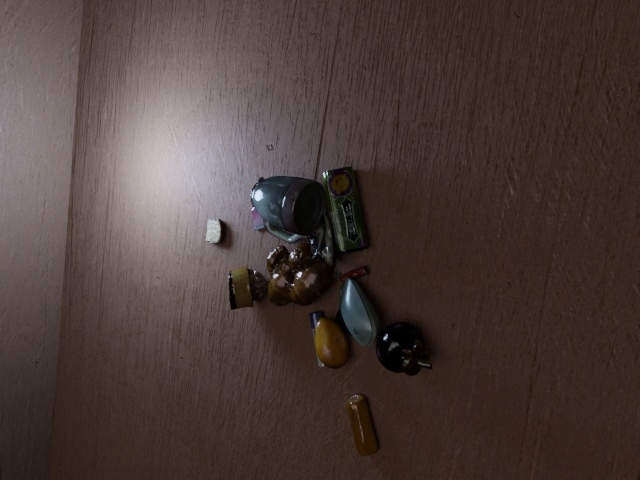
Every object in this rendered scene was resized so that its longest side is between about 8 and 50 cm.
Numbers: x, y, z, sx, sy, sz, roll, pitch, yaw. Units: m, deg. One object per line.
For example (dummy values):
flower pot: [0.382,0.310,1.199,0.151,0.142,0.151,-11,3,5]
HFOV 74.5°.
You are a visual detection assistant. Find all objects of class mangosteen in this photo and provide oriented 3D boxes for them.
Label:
mangosteen: [0.316,0.419,1.580,0.230,0.194,0.194,42,112,45]

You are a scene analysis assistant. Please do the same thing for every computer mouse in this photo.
computer mouse: [0.135,0.290,1.683,0.288,0.097,0.159,58,145,32]

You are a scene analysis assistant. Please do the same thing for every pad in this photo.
pad: [0.133,0.349,1.792,0.157,0.003,0.112,15,99,29]

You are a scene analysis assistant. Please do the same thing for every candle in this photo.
candle: [0.127,0.142,1.764,0.162,0.053,0.048,-23,75,30]

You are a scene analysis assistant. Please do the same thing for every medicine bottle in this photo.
medicine bottle: [-0.001,0.429,1.838,0.059,0.059,0.231,-13,86,29]

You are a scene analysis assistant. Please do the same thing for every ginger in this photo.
ginger: [-0.091,0.148,1.825,0.357,0.152,0.274,-6,91,31]

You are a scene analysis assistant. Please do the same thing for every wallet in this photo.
wallet: [-0.228,-0.129,1.969,0.232,0.025,0.119,-14,86,29]

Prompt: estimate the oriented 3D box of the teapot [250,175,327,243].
teapot: [-0.155,-0.131,1.813,0.312,0.233,0.315,18,127,34]

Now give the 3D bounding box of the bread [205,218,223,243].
bread: [-0.534,-0.049,2.137,0.126,0.044,0.129,8,98,36]

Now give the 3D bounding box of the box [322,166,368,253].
box: [0.102,-0.121,1.733,0.134,0.097,0.346,-11,84,1]

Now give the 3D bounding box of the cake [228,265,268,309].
cake: [-0.333,0.225,1.966,0.178,0.185,0.208,0,69,-6]

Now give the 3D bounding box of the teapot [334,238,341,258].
teapot: [0.036,0.033,1.794,0.129,0.078,0.098,5,94,29]

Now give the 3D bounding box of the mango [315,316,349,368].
mango: [0.045,0.426,1.765,0.112,0.144,0.219,-31,74,62]

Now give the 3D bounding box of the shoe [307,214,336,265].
shoe: [0.000,0.000,1.719,0.112,0.099,0.228,-11,62,3]

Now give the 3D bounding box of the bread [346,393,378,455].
bread: [0.168,0.767,1.745,0.092,0.074,0.239,-19,82,34]
